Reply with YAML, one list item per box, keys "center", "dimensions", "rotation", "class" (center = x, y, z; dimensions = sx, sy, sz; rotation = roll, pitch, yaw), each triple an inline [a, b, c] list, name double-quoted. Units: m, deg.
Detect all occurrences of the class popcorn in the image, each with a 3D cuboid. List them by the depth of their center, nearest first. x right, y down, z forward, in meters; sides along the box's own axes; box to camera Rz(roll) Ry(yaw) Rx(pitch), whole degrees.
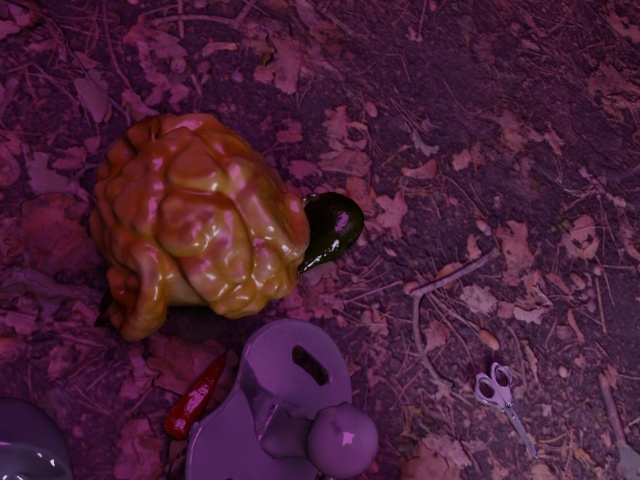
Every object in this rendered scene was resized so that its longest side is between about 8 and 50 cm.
- center: [-0.195, -0.006, 0.975]
  dimensions: [0.381, 0.349, 0.349]
  rotation: [-37, 84, 8]
  class: "popcorn"

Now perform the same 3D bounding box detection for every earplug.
- center: [-0.409, 0.359, 0.797]
  dimensions: [0.214, 0.175, 0.326]
  rotation: [10, 74, -24]
  class: "earplug"

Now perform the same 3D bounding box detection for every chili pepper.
- center: [-0.187, 0.240, 1.012]
  dimensions: [0.045, 0.027, 0.178]
  rotation: [37, 57, -4]
  class: "chili pepper"

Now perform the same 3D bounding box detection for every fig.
- center: [0.000, 0.000, 1.156]
  dimensions: [0.117, 0.117, 0.177]
  rotation: [33, 75, -7]
  class: "fig"

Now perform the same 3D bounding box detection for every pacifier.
- center: [-0.022, 0.285, 0.935]
  dimensions: [0.288, 0.269, 0.343]
  rotation: [46, 59, -29]
  class: "pacifier"

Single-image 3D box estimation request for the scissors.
- center: [0.354, 0.321, 1.217]
  dimensions: [0.100, 0.015, 0.189]
  rotation: [-26, 81, -32]
  class: "scissors"
